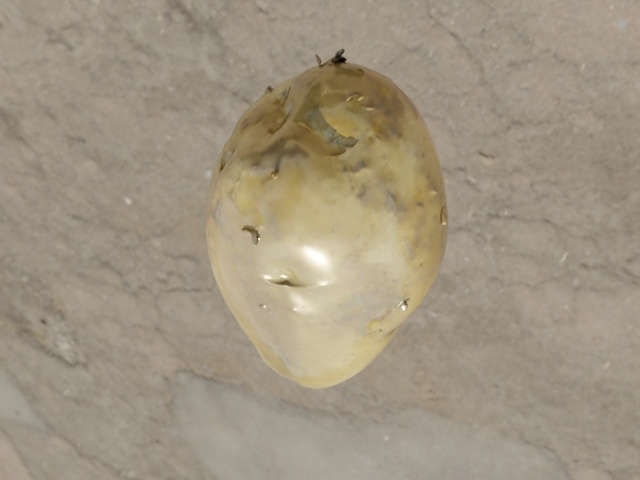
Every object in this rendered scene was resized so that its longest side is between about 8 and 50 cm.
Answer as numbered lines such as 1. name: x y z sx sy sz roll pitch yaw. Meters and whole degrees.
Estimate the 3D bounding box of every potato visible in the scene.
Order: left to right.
1. potato: -0.004 -0.002 0.614 0.161 0.128 0.235 35 131 4
